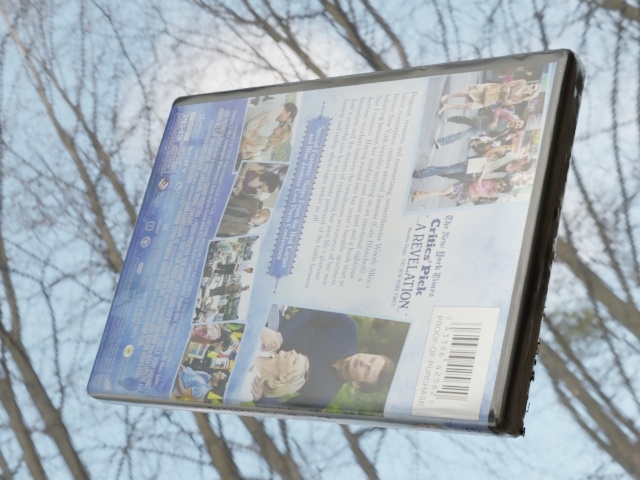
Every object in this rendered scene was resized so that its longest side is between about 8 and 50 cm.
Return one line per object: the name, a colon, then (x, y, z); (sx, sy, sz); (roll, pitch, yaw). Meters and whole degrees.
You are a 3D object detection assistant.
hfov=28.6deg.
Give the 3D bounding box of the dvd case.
dvd case: (0.000, 0.000, 0.619); (0.022, 0.253, 0.180); (35, -118, -46)
